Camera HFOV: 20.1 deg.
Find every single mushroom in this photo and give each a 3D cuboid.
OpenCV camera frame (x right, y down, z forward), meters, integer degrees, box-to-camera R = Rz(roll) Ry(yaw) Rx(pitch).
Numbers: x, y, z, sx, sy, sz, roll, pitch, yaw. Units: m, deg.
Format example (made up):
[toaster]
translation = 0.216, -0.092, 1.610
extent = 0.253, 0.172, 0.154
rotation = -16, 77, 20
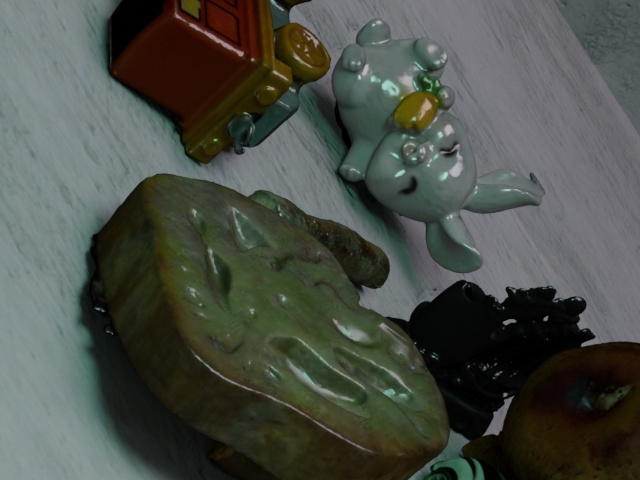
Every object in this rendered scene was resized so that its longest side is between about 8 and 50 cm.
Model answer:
[mushroom]
translation = 0.347, 0.249, 2.050
extent = 0.254, 0.267, 0.267
rotation = 58, 24, -9

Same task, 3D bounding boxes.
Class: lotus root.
[lotus root]
translation = -0.056, 0.096, 1.740
extent = 0.390, 0.111, 0.375
rotation = 46, 24, 10

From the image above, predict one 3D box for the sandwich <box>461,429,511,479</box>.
[sandwich]
translation = 0.272, 0.337, 2.226
extent = 0.215, 0.065, 0.186
rotation = 25, 41, -55

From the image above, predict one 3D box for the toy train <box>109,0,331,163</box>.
[toy train]
translation = -0.124, -0.246, 2.068
extent = 0.232, 0.163, 0.369
rotation = 30, 35, -32

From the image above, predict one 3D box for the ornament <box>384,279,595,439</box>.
[ornament]
translation = 0.219, 0.121, 2.162
extent = 0.251, 0.260, 0.106
rotation = 34, 39, -45

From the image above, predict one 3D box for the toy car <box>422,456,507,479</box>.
[toy car]
translation = 0.197, 0.357, 1.995
extent = 0.136, 0.125, 0.306
rotation = 43, 30, -30

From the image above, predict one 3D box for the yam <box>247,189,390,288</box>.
[yam]
translation = 0.000, 0.000, 2.122
extent = 0.253, 0.061, 0.061
rotation = 25, 40, -52

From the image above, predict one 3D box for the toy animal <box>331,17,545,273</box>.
[toy animal]
translation = 0.132, -0.124, 2.353
extent = 0.325, 0.208, 0.154
rotation = 45, -15, -4

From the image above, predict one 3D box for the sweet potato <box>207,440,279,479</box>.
[sweet potato]
translation = -0.012, 0.231, 1.802
extent = 0.244, 0.077, 0.077
rotation = 29, 37, -43
